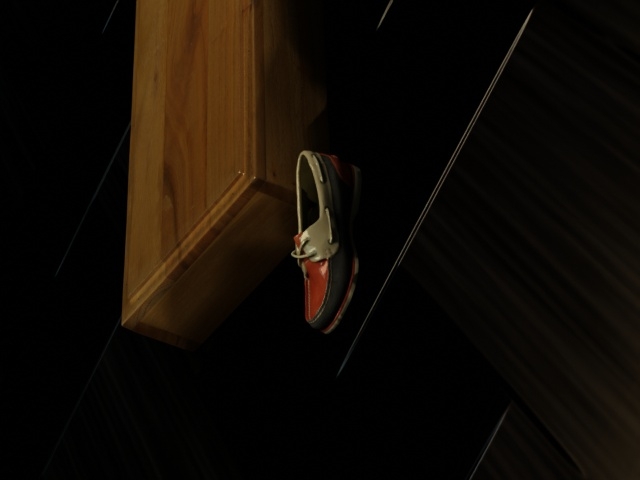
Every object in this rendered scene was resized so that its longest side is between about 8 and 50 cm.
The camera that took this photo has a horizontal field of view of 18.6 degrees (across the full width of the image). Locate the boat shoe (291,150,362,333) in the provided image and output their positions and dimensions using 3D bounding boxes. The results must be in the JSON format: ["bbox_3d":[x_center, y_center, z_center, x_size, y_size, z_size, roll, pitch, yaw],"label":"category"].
[{"bbox_3d":[0.000,0.000,1.364,0.049,0.043,0.137,-32,45,49],"label":"boat shoe"}]

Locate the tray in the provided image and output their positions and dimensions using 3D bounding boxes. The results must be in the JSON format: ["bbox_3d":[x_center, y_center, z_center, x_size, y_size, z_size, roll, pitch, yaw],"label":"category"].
[{"bbox_3d":[-0.081,-0.135,1.593,0.203,0.076,0.411,-46,34,39],"label":"tray"}]
